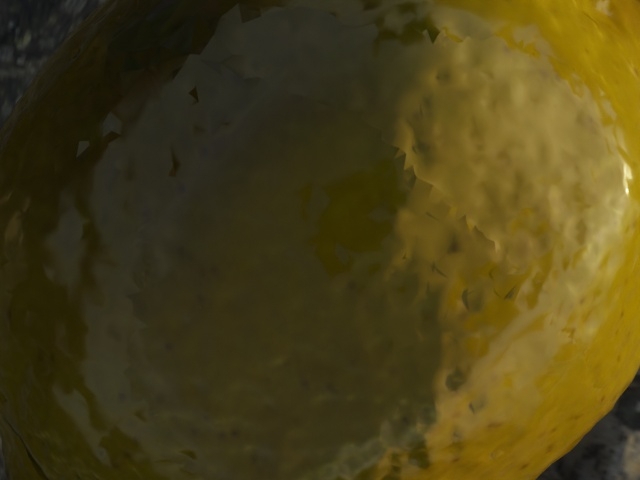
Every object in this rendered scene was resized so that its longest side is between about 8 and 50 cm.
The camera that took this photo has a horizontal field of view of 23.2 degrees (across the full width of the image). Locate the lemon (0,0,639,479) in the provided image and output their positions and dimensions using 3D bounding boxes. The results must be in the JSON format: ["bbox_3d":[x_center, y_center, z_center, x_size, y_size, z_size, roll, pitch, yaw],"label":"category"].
[{"bbox_3d":[0.000,0.000,0.498,0.260,0.204,0.204,-38,98,4],"label":"lemon"}]
